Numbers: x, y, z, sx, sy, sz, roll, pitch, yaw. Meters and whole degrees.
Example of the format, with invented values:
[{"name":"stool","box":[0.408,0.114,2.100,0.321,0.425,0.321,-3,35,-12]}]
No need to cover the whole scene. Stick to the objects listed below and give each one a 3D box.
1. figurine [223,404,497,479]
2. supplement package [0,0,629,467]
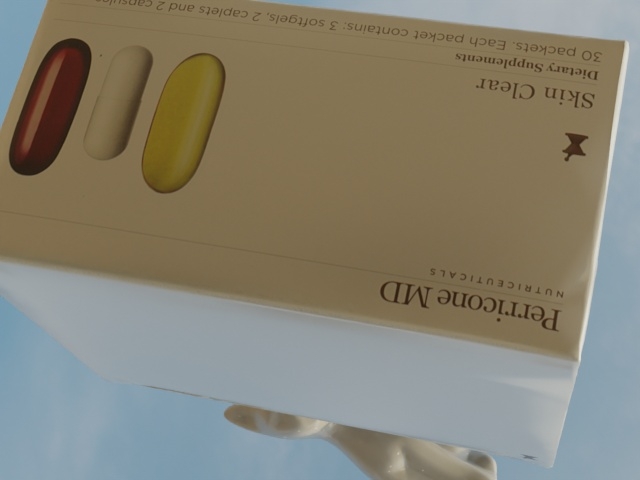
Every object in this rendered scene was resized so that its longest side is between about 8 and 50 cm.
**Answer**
[{"name":"figurine","box":[0.057,0.095,0.823,0.209,0.092,0.215,30,-91,-12]},{"name":"supplement package","box":[0.000,0.000,0.532,0.262,0.204,0.145,8,-111,12]}]
